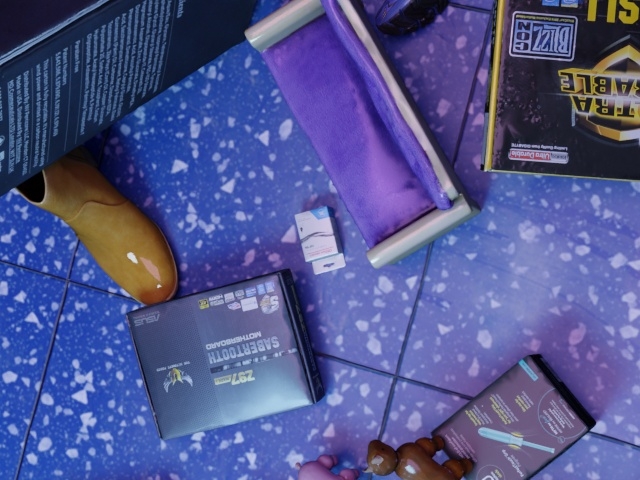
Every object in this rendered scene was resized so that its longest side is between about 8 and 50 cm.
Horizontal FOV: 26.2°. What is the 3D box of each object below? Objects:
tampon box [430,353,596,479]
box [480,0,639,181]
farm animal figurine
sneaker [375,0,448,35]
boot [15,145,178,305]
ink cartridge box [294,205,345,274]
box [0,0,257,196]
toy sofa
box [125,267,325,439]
[{"bbox_3d":[0.243,0.237,1.727,0.161,0.101,0.120,-40,76,11],"label":"tampon box"},{"bbox_3d":[0.365,-0.199,1.676,0.322,0.079,0.257,5,93,-1],"label":"box"},{"bbox_3d":[0.051,0.403,1.680,0.330,0.172,0.326,-38,73,33],"label":"farm animal figurine"},{"bbox_3d":[0.141,-0.368,1.822,0.087,0.083,0.221,37,91,29],"label":"sneaker"},{"bbox_3d":[-0.322,-0.034,1.856,0.104,0.211,0.295,-38,77,11],"label":"boot"},{"bbox_3d":[0.000,0.000,1.854,0.048,0.028,0.083,-16,82,15],"label":"ink cartridge box"},{"bbox_3d":[-0.400,-0.382,1.751,0.472,0.297,0.480,-37,74,-27],"label":"box"},{"bbox_3d":[0.050,-0.154,1.774,0.150,0.177,0.362,-31,79,12],"label":"toy sofa"},{"bbox_3d":[-0.129,0.154,1.853,0.233,0.059,0.183,-14,92,15],"label":"box"}]
